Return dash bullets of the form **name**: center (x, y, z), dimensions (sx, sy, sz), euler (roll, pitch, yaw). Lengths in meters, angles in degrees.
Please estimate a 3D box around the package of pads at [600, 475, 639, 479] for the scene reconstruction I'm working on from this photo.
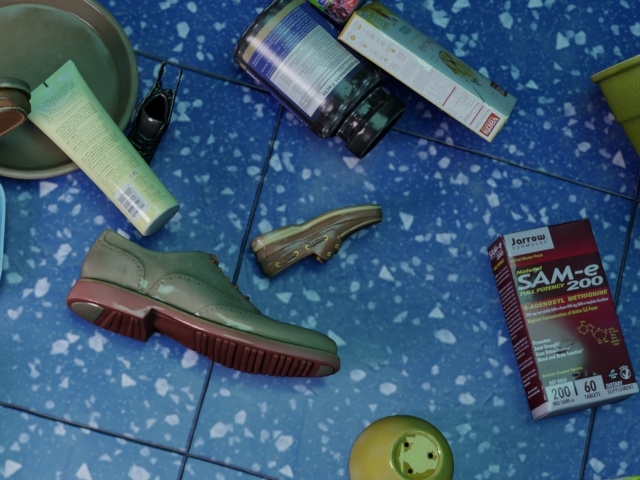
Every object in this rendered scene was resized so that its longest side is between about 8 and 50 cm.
- **package of pads**: center (0.301, 0.431, 1.923), dimensions (0.297, 0.101, 0.229), euler (-17, 78, -15)

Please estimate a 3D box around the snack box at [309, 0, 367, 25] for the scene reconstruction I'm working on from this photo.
- **snack box**: center (-0.003, -0.405, 2.094), dimensions (0.207, 0.070, 0.174), euler (39, 41, 2)

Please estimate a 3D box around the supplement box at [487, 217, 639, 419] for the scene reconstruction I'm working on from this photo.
- **supplement box**: center (0.315, 0.102, 2.036), dimensions (0.130, 0.073, 0.239), euler (-11, 75, -12)

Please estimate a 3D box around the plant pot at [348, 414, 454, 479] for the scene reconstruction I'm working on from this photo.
- **plant pot**: center (0.109, 0.276, 1.938), dimensions (0.134, 0.095, 0.134), euler (2, 74, -9)

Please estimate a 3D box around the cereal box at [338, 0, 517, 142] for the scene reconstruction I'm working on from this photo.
- **cereal box**: center (0.146, -0.226, 2.056), dimensions (0.240, 0.173, 0.047), euler (34, 107, 1)

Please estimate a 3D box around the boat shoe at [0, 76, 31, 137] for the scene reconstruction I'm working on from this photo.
- **boat shoe**: center (-0.481, -0.101, 1.904), dimensions (0.307, 0.111, 0.104), euler (-21, 68, 16)

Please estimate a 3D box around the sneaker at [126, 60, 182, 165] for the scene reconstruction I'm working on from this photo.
- **sneaker**: center (-0.225, -0.141, 2.005), dimensions (0.051, 0.089, 0.170), euler (25, 71, -2)

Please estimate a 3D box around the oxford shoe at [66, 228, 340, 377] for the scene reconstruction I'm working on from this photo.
- **oxford shoe**: center (-0.132, 0.076, 1.944), dimensions (0.348, 0.123, 0.130), euler (19, 66, -5)

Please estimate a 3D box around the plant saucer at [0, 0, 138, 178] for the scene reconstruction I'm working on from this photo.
- **plant saucer**: center (-0.376, -0.206, 2.024), dimensions (0.278, 0.041, 0.277), euler (2, 73, -8)

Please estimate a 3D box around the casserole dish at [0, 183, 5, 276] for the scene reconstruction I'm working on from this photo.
- **casserole dish**: center (-0.453, -0.001, 1.953), dimensions (0.114, 0.037, 0.188), euler (2, 74, -9)

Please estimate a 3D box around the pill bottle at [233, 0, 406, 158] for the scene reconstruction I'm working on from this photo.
- **pill bottle**: center (0.002, -0.213, 2.048), dimensions (0.219, 0.123, 0.123), euler (42, 72, 3)

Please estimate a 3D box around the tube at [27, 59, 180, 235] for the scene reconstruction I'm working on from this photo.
- **tube**: center (-0.274, -0.113, 1.967), dimensions (0.240, 0.062, 0.070), euler (48, 45, 8)

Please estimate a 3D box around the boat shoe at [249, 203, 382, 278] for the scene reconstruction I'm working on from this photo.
- **boat shoe**: center (0.000, 0.000, 2.020), dimensions (0.178, 0.064, 0.060), euler (-19, 83, -8)

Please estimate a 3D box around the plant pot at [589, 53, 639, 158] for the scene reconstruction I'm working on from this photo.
- **plant pot**: center (0.587, -0.119, 2.025), dimensions (0.366, 0.366, 0.353), euler (-22, 90, -15)
